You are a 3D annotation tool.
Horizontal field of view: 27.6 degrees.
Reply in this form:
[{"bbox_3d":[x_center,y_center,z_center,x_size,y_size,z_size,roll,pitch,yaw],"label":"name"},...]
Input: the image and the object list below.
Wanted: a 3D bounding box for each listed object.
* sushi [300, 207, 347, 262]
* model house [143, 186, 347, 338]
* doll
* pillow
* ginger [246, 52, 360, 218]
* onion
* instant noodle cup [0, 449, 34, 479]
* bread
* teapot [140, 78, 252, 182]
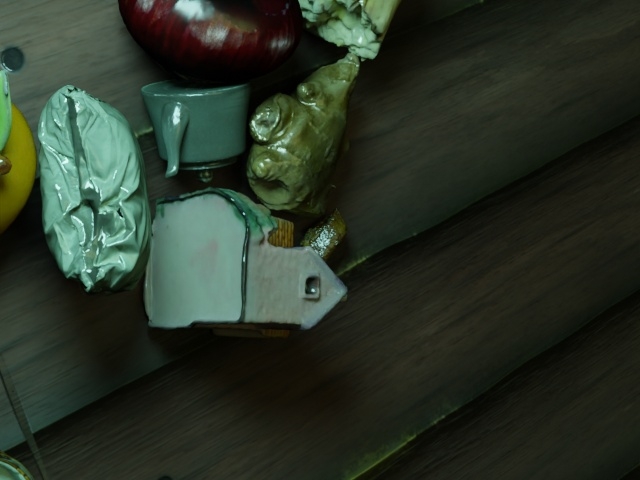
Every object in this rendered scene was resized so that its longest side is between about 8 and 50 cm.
[{"bbox_3d":[0.001,-0.001,2.097,0.060,0.061,0.118,37,61,3],"label":"sushi"},{"bbox_3d":[-0.096,0.037,1.914,0.237,0.237,0.202,9,78,-43],"label":"model house"},{"bbox_3d":[-0.445,-0.099,1.625,0.213,0.236,0.213,2,87,-36],"label":"doll"},{"bbox_3d":[-0.300,-0.067,1.732,0.138,0.310,0.283,-7,89,-3],"label":"pillow"},{"bbox_3d":[-0.027,-0.172,2.014,0.219,0.123,0.270,25,78,-55],"label":"ginger"},{"bbox_3d":[-0.144,-0.355,1.842,0.273,0.285,0.273,18,39,-16],"label":"onion"},{"bbox_3d":[-0.465,0.339,1.649,0.216,0.172,0.215,-1,92,-39],"label":"instant noodle cup"},{"bbox_3d":[0.008,-0.464,2.017,0.315,0.211,0.270,47,58,-42],"label":"bread"},{"bbox_3d":[-0.170,-0.159,1.913,0.239,0.163,0.148,-38,126,-64],"label":"teapot"}]
